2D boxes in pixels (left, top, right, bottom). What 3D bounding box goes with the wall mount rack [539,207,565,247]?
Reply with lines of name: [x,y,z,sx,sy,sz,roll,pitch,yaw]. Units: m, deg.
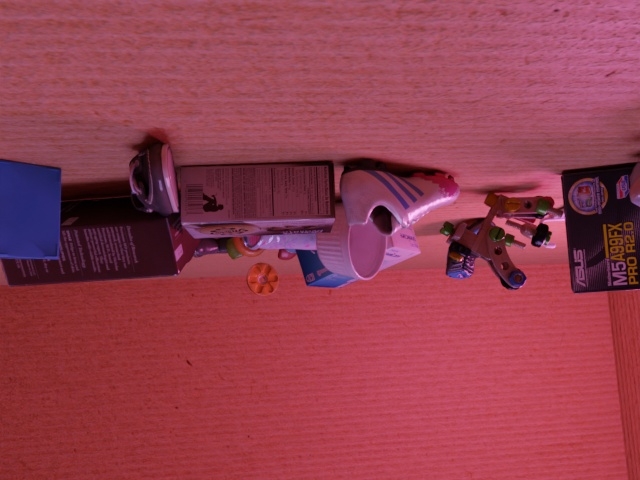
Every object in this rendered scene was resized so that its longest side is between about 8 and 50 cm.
wall mount rack: [0.823,-0.042,1.873,0.304,0.130,0.350,-2,173,-4]

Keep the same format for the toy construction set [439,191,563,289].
toy construction set: [0.440,-0.040,1.649,0.237,0.257,0.309,22,-161,7]

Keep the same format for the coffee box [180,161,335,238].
coffee box: [-0.122,-0.079,1.307,0.297,0.119,0.168,-2,171,-4]

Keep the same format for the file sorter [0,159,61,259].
file sorter: [-0.558,-0.049,1.186,0.104,0.170,0.118,-7,171,44]

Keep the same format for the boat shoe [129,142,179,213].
boat shoe: [-0.306,-0.096,1.155,0.095,0.112,0.335,-6,176,-11]

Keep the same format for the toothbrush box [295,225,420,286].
toothbrush box: [0.112,0.030,1.885,0.295,0.126,0.216,-25,163,26]

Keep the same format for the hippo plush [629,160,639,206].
hippo plush: [0.732,-0.090,1.239,0.234,0.294,0.236,-38,-179,18]

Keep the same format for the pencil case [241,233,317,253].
pencil case: [-0.073,-0.026,1.715,0.273,0.113,0.124,4,147,-37]

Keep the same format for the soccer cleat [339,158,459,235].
soccer cleat: [0.168,-0.076,1.347,0.331,0.143,0.116,3,170,-39]

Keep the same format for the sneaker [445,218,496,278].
sneaker: [0.492,0.003,2.163,0.125,0.139,0.341,8,152,-7]

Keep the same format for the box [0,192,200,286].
box: [-0.476,-0.005,1.408,0.381,0.143,0.191,-3,-159,5]

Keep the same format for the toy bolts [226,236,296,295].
toy bolts: [-0.132,0.035,1.917,0.228,0.218,0.158,-19,174,-29]

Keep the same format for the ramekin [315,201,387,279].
ramekin: [0.076,-0.005,1.637,0.109,0.207,0.207,3,176,32]

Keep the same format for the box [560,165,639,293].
box: [0.657,-0.024,1.424,0.216,0.270,0.060,-5,-179,16]

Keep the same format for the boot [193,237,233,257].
boot: [-0.289,0.015,2.080,0.208,0.076,0.189,2,-172,15]
